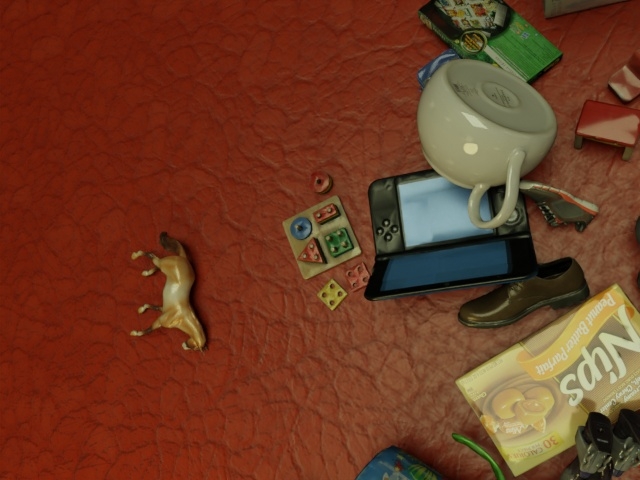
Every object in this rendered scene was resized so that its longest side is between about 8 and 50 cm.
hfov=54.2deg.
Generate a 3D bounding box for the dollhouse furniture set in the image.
[{"bbox_3d":[0.634,-0.221,1.015,0.374,0.152,0.201,18,88,21],"label":"dollhouse furniture set"}]

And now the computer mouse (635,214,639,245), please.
[{"bbox_3d":[0.654,0.028,1.023,0.262,0.060,0.184,-4,76,7],"label":"computer mouse"}]

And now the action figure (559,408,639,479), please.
[{"bbox_3d":[0.407,0.389,0.980,0.185,0.099,0.285,8,122,-5],"label":"action figure"}]

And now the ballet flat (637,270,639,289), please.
[{"bbox_3d":[0.579,0.125,1.028,0.070,0.070,0.188,-19,69,16],"label":"ballet flat"}]

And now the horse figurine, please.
[{"bbox_3d":[-0.326,0.107,1.344,0.174,0.066,0.263,-2,83,25],"label":"horse figurine"}]

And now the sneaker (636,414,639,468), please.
[{"bbox_3d":[0.595,0.265,0.965,0.276,0.135,0.097,-40,70,8],"label":"sneaker"}]

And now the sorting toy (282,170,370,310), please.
[{"bbox_3d":[0.000,0.000,1.258,0.132,0.046,0.274,-26,75,14],"label":"sorting toy"}]

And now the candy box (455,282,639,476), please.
[{"bbox_3d":[0.414,0.234,1.056,0.316,0.087,0.183,-34,73,11],"label":"candy box"}]

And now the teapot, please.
[{"bbox_3d":[0.268,-0.174,1.085,0.252,0.256,0.187,37,133,12],"label":"teapot"}]

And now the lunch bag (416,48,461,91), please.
[{"bbox_3d":[0.234,-0.318,1.215,0.098,0.065,0.067,-36,72,10],"label":"lunch bag"}]

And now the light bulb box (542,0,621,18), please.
[{"bbox_3d":[0.532,-0.570,0.995,0.361,0.358,0.225,-8,81,19],"label":"light bulb box"}]

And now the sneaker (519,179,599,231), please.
[{"bbox_3d":[0.410,-0.056,1.091,0.158,0.061,0.065,21,102,-11],"label":"sneaker"}]

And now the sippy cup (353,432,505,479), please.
[{"bbox_3d":[0.155,0.475,1.040,0.224,0.305,0.240,36,133,26],"label":"sippy cup"}]

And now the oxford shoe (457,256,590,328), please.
[{"bbox_3d":[0.342,0.084,1.092,0.227,0.083,0.096,-23,117,9],"label":"oxford shoe"}]

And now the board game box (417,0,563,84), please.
[{"bbox_3d":[0.322,-0.396,1.203,0.136,0.030,0.260,-37,71,-5],"label":"board game box"}]

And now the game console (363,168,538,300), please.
[{"bbox_3d":[0.220,-0.028,1.118,0.293,0.173,0.250,-10,79,17],"label":"game console"}]
